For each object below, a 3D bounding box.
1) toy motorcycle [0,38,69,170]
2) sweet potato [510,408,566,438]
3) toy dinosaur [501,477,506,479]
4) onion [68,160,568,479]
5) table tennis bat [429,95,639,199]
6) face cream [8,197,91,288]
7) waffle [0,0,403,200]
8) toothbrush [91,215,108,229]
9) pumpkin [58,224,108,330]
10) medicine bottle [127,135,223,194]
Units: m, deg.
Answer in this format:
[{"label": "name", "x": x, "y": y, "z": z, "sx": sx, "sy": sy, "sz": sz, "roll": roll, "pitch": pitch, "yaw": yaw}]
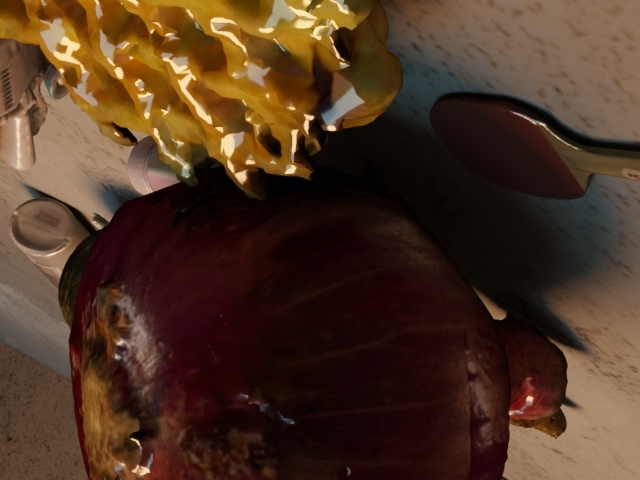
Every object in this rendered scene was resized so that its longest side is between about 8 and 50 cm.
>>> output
[{"label": "toy motorcycle", "x": -0.278, "y": -0.112, "z": 0.947, "sx": 0.110, "sy": 0.171, "sz": 0.260, "roll": 30, "pitch": 161, "yaw": 10}, {"label": "sweet potato", "x": 0.110, "y": 0.106, "z": 1.091, "sx": 0.233, "sy": 0.062, "sz": 0.081, "roll": 26, "pitch": 178, "yaw": 7}, {"label": "toy dinosaur", "x": 0.207, "y": 0.381, "z": 1.505, "sx": 0.194, "sy": 0.177, "sz": 0.152, "roll": 26, "pitch": 164, "yaw": 13}, {"label": "onion", "x": 0.019, "y": 0.107, "z": 0.886, "sx": 0.385, "sy": 0.347, "sz": 0.348, "roll": -3, "pitch": -177, "yaw": -32}, {"label": "table tennis bat", "x": 0.125, "y": -0.049, "z": 0.697, "sx": 0.156, "sy": 0.013, "sz": 0.087, "roll": 14, "pitch": 154, "yaw": 49}, {"label": "face cream", "x": -0.300, "y": 0.038, "z": 1.582, "sx": 0.107, "sy": 0.073, "sz": 0.269, "roll": 30, "pitch": 164, "yaw": 23}, {"label": "waffle", "x": -0.128, "y": -0.173, "z": 0.647, "sx": 0.382, "sy": 0.095, "sz": 0.379, "roll": 36, "pitch": 162, "yaw": -5}, {"label": "toothbrush", "x": -0.197, "y": 0.020, "z": 1.460, "sx": 0.162, "sy": 0.014, "sz": 0.017, "roll": 36, "pitch": -178, "yaw": -19}, {"label": "pumpkin", "x": -0.165, "y": 0.074, "z": 1.309, "sx": 0.224, "sy": 0.157, "sz": 0.223, "roll": 36, "pitch": 179, "yaw": 0}, {"label": "medicine bottle", "x": -0.097, "y": -0.052, "z": 0.999, "sx": 0.118, "sy": 0.055, "sz": 0.074, "roll": 13, "pitch": 156, "yaw": 45}]
